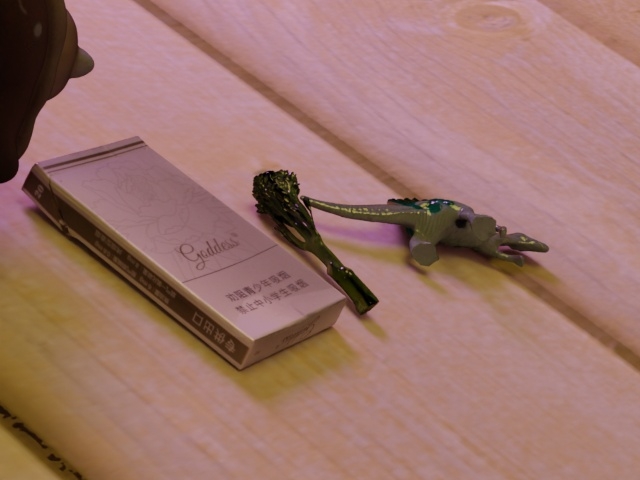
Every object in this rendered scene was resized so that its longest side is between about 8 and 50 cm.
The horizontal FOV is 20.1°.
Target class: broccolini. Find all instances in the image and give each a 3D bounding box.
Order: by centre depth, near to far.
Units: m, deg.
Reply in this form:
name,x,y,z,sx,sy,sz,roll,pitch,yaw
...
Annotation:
name,x,y,z,sx,sy,sz,roll,pitch,yaw
broccolini,0.000,0.000,1.246,0.035,0.030,0.140,-17,50,-35

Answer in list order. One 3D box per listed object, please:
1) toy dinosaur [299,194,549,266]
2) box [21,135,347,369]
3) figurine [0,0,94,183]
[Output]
name,x,y,z,sx,sy,sz,roll,pitch,yaw
toy dinosaur,0.080,-0.016,1.330,0.187,0.044,0.106,11,15,2
box,-0.088,0.004,1.174,0.198,0.029,0.109,37,31,21
figurine,-0.271,-0.074,1.008,0.248,0.203,0.381,30,37,-15
